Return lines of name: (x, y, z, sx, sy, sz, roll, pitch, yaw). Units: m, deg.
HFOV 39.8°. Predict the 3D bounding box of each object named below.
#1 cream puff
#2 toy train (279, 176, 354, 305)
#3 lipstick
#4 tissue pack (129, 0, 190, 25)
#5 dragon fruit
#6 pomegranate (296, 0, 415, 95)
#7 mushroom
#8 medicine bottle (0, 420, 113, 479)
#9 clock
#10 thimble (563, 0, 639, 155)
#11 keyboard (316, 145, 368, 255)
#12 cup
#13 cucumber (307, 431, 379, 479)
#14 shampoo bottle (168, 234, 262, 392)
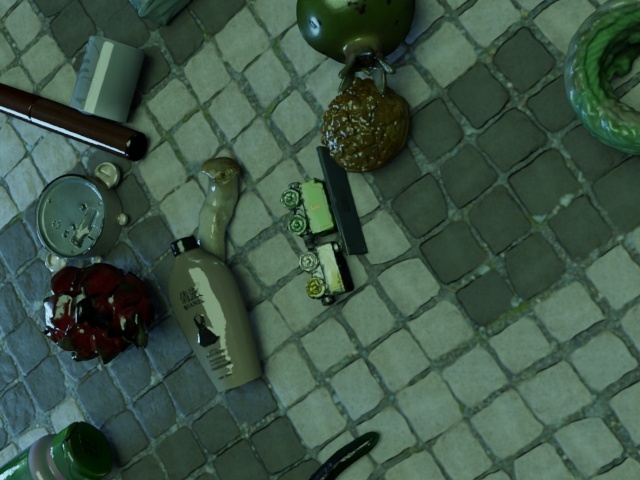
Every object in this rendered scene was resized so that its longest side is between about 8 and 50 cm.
cream puff: (0.064, -0.172, 1.332, 0.126, 0.103, 0.143, 28, 105, 20)
toy train: (0.000, 0.000, 1.377, 0.081, 0.060, 0.202, -18, 83, 16)
lipstick: (-0.464, -0.217, 1.583, 0.357, 0.057, 0.057, 20, 96, 21)
tissue pack: (-0.290, -0.558, 1.498, 0.228, 0.103, 0.315, -39, 75, 15)
dragon fruit: (-0.377, 0.118, 1.475, 0.189, 0.182, 0.182, -22, 80, 19)
pomegranate: (0.054, -0.316, 1.291, 0.182, 0.181, 0.224, -14, 63, 22)
mushroom: (-0.175, -0.038, 1.459, 0.059, 0.054, 0.202, 16, 100, 29)
medicine bottle: (-0.490, 0.424, 1.530, 0.274, 0.133, 0.133, -37, 75, 17)
clock: (-0.428, -0.040, 1.559, 0.156, 0.063, 0.229, 39, 104, 20)
thimble: (0.432, -0.221, 1.152, 0.219, 0.150, 0.218, -1, 89, 23)
keyboard: (0.033, -0.062, 1.368, 0.014, 0.055, 0.176, -21, 80, 32)
cup: (-0.382, -0.282, 1.528, 0.136, 0.099, 0.133, 20, 97, 22)
cucumber: (0.020, 0.353, 1.370, 0.184, 0.033, 0.036, -44, 48, 15)
shampoo bottle: (-0.176, 0.114, 1.426, 0.127, 0.078, 0.256, -25, 84, 28)
